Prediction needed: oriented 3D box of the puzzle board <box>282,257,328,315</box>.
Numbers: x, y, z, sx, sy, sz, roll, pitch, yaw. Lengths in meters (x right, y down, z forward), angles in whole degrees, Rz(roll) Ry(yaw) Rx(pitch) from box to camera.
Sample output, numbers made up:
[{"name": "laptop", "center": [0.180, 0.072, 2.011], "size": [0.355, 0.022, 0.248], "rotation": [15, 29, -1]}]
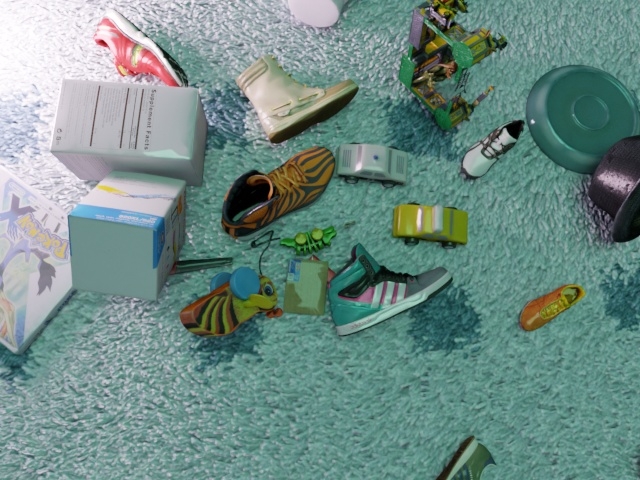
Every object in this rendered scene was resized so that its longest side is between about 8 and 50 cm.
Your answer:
[{"name": "puzzle board", "center": [-0.034, 0.108, 1.207], "size": [0.096, 0.011, 0.128], "rotation": [5, 80, 0]}]

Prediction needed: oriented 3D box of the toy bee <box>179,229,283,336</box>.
[{"name": "toy bee", "center": [-0.151, 0.126, 1.123], "size": [0.298, 0.195, 0.162], "rotation": [-39, 107, -23]}]

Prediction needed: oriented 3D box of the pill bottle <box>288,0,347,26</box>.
[{"name": "pill bottle", "center": [0.022, -0.712, 1.331], "size": [0.161, 0.161, 0.283], "rotation": [16, 76, -1]}]

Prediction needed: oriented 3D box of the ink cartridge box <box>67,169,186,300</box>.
[{"name": "ink cartridge box", "center": [-0.389, -0.019, 1.073], "size": [0.168, 0.233, 0.171], "rotation": [8, 119, -4]}]

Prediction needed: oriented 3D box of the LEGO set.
[{"name": "LEGO set", "center": [0.336, -0.453, 1.238], "size": [0.192, 0.331, 0.255], "rotation": [-35, 61, -13]}]

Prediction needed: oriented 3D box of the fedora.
[{"name": "fedora", "center": [0.770, -0.160, 1.246], "size": [0.334, 0.334, 0.152], "rotation": [-38, 52, -12]}]

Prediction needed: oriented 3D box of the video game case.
[{"name": "video game case", "center": [-0.696, 0.036, 1.158], "size": [0.329, 0.036, 0.300], "rotation": [36, 77, 4]}]

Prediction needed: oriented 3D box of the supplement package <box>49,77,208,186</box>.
[{"name": "supplement package", "center": [-0.418, -0.238, 1.174], "size": [0.293, 0.177, 0.175], "rotation": [3, 76, -5]}]

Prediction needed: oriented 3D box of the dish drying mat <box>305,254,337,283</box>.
[{"name": "dish drying mat", "center": [0.004, 0.071, 1.225], "size": [0.083, 0.008, 0.032], "rotation": [41, 76, 5]}]

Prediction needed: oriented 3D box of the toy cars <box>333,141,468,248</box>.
[{"name": "toy cars", "center": [0.201, -0.118, 1.245], "size": [0.176, 0.087, 0.394], "rotation": [-43, 84, -13]}]

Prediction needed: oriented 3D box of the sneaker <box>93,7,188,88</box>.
[{"name": "sneaker", "center": [-0.444, -0.443, 1.277], "size": [0.279, 0.107, 0.118], "rotation": [41, 95, 8]}]

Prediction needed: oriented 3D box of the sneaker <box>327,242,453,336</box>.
[{"name": "sneaker", "center": [0.141, 0.079, 1.182], "size": [0.295, 0.124, 0.178], "rotation": [-24, 89, -9]}]

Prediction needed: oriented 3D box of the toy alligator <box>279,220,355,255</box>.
[{"name": "toy alligator", "center": [0.000, 0.000, 1.216], "size": [0.189, 0.056, 0.051], "rotation": [-15, 79, -8]}]

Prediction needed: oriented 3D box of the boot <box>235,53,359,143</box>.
[{"name": "boot", "center": [-0.057, -0.383, 1.285], "size": [0.262, 0.095, 0.203], "rotation": [-30, 80, -7]}]

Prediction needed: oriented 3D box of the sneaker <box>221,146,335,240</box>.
[{"name": "sneaker", "center": [-0.086, -0.122, 1.173], "size": [0.321, 0.180, 0.124], "rotation": [-41, 83, -12]}]

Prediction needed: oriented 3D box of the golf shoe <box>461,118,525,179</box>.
[{"name": "golf shoe", "center": [0.431, -0.236, 1.291], "size": [0.077, 0.094, 0.198], "rotation": [44, 79, 5]}]

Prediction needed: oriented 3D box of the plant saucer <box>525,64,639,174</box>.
[{"name": "plant saucer", "center": [0.704, -0.330, 1.362], "size": [0.317, 0.044, 0.318], "rotation": [1, 76, -5]}]

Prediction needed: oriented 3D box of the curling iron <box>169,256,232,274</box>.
[{"name": "curling iron", "center": [-0.340, 0.050, 1.186], "size": [0.274, 0.035, 0.068], "rotation": [0, 77, -5]}]

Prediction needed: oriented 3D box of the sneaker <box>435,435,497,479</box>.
[{"name": "sneaker", "center": [0.306, 0.525, 1.113], "size": [0.086, 0.064, 0.192], "rotation": [41, 74, 10]}]

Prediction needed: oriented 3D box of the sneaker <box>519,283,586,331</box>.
[{"name": "sneaker", "center": [0.545, 0.153, 1.222], "size": [0.175, 0.067, 0.064], "rotation": [-34, 84, -10]}]
